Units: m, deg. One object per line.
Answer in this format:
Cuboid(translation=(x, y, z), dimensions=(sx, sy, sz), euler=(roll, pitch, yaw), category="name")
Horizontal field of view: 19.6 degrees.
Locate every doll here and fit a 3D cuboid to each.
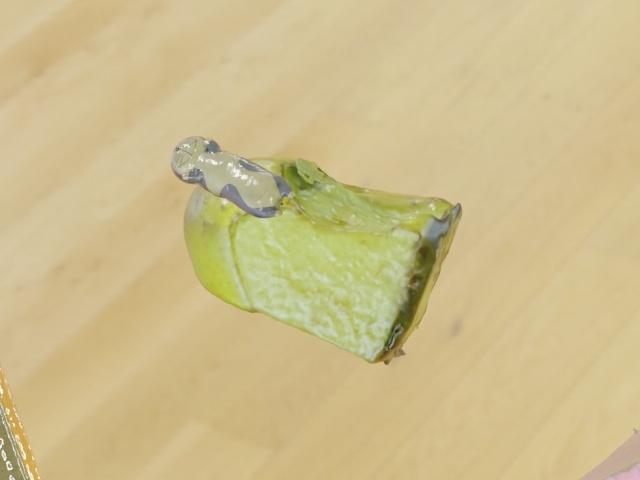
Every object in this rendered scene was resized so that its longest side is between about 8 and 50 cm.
Cuboid(translation=(-0.064, -0.045, 1.321), dimensions=(0.125, 0.027, 0.037), euler=(25, 78, 42), category="doll")

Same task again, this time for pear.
Cuboid(translation=(0.000, 0.000, 1.847), dimensions=(0.255, 0.164, 0.238), euler=(21, 10, 9), category="pear")

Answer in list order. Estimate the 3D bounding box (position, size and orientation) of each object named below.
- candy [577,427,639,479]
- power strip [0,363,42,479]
Cuboid(translation=(0.277, 0.175, 1.299), dimensions=(0.155, 0.265, 0.115), euler=(-36, 84, -20), category="candy")
Cuboid(translation=(-0.183, 0.083, 0.937), dimensions=(0.049, 0.028, 0.178), euler=(-8, 67, -40), category="power strip")
